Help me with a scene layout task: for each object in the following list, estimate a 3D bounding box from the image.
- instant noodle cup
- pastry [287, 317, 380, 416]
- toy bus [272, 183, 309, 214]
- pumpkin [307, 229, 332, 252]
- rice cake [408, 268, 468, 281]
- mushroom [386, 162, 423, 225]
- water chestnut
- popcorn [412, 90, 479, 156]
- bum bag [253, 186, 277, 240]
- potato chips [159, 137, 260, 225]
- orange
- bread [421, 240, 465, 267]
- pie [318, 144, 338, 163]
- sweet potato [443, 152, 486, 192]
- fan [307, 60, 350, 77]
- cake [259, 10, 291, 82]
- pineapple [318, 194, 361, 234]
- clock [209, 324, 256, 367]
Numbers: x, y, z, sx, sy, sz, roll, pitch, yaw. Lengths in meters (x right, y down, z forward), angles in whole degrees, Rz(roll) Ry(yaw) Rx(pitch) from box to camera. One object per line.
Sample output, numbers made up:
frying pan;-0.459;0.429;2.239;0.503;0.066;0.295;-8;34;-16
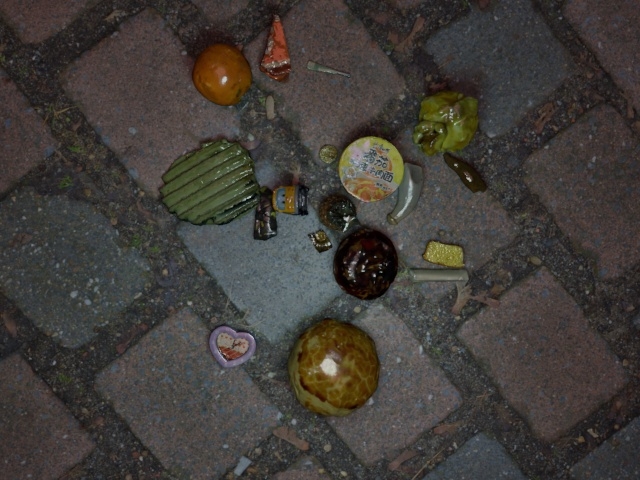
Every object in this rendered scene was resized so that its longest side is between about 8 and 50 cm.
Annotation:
instant noodle cup;0.194;-0.282;1.721;0.265;0.200;0.264;0;91;-3
pastry;0.057;0.501;1.659;0.389;0.312;0.388;1;75;-5
toy bus;-0.124;-0.165;1.715;0.136;0.209;0.126;2;92;8
pumpkin;0.000;0.002;1.805;0.073;0.035;0.101;-28;95;10
rice cake;0.513;0.153;1.815;0.256;0.052;0.057;0;88;-2
mushroom;0.368;-0.190;1.782;0.118;0.103;0.270;14;96;-3
water chestnut;0.191;0.098;1.695;0.300;0.300;0.299;0;91;-2
popcorn;0.504;-0.482;1.717;0.277;0.225;0.276;0;87;-2
bum bag;-0.234;-0.114;1.779;0.107;0.060;0.232;2;91;0
potato chips;-0.463;-0.229;1.746;0.429;0.070;0.358;-28;84;3
orange;-0.392;-0.664;1.677;0.240;0.240;0.239;0;91;-2
bread;0.536;0.061;1.809;0.188;0.065;0.103;9;89;-1
pie;0.034;-0.375;1.804;0.084;0.021;0.084;0;93;2
sweet potato;0.626;-0.292;1.800;0.077;0.077;0.243;-44;93;-1
fan;0.036;-0.735;1.801;0.193;0.016;0.038;15;93;-1
cake;-0.199;-0.815;1.749;0.135;0.098;0.287;-6;92;-2
pineapple;0.078;-0.106;1.654;0.169;0.340;0.169;0;95;-2
clock;-0.379;0.457;1.782;0.198;0.064;0.172;17;90;-2
